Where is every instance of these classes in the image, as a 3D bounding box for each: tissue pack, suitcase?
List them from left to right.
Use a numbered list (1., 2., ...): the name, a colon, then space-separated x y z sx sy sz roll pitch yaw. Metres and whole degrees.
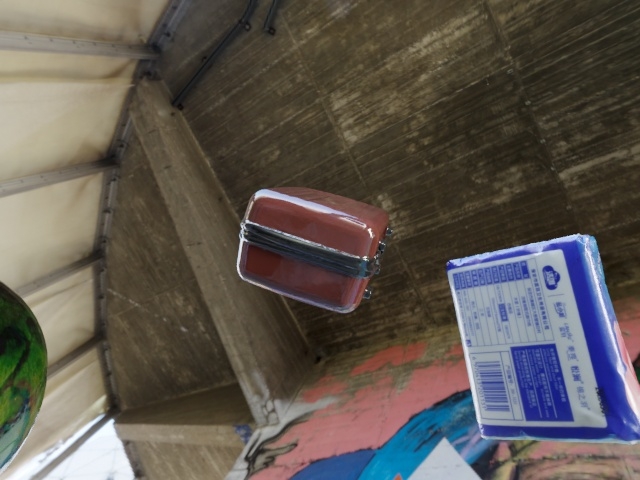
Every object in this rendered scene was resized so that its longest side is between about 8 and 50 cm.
1. suitcase: 0.000 0.000 0.736 0.236 0.297 0.161 18 -77 10
2. tissue pack: 0.323 0.142 0.604 0.209 0.137 0.269 -17 -106 30

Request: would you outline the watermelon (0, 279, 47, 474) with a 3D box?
1. watermelon: -0.357 0.125 0.321 0.243 0.242 0.242 8 -68 20
